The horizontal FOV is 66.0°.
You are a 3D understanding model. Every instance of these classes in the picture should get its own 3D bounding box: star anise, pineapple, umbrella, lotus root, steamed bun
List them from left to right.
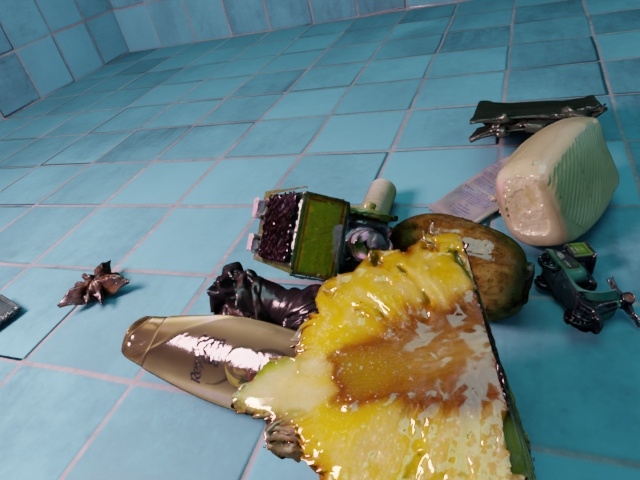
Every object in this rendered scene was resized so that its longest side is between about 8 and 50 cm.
[{"bbox_3d":[-0.448,0.094,0.959,0.129,0.056,0.124,-34,40,-26],"label":"star anise"},{"bbox_3d":[-0.042,0.104,0.760,0.272,0.122,0.110,8,84,24],"label":"umbrella"},{"bbox_3d":[0.070,0.188,0.549,0.286,0.209,0.344,-17,44,16],"label":"pineapple"},{"bbox_3d":[0.184,0.032,0.735,0.260,0.145,0.128,17,39,34],"label":"lotus root"},{"bbox_3d":[0.389,-0.102,0.845,0.238,0.170,0.152,-40,22,-31],"label":"steamed bun"}]

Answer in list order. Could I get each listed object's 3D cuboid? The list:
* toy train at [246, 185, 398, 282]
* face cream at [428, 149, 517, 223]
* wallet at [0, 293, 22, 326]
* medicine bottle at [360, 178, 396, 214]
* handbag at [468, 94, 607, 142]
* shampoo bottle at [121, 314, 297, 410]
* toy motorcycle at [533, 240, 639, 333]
[{"bbox_3d":[0.000,0.000,0.745,0.177,0.134,0.261,10,0,-22],"label":"toy train"},{"bbox_3d":[0.330,-0.099,0.957,0.224,0.070,0.114,-35,37,-7],"label":"face cream"},{"bbox_3d":[-0.664,0.163,0.969,0.088,0.026,0.129,17,44,32],"label":"wallet"},{"bbox_3d":[0.096,-0.036,0.941,0.059,0.059,0.231,1,38,22],"label":"medicine bottle"},{"bbox_3d":[0.452,-0.255,1.041,0.247,0.079,0.260,3,20,23],"label":"handbag"},{"bbox_3d":[-0.137,0.168,0.706,0.350,0.084,0.125,7,71,29],"label":"shampoo bottle"},{"bbox_3d":[0.370,0.066,0.698,0.100,0.058,0.173,-6,33,2],"label":"toy motorcycle"}]
